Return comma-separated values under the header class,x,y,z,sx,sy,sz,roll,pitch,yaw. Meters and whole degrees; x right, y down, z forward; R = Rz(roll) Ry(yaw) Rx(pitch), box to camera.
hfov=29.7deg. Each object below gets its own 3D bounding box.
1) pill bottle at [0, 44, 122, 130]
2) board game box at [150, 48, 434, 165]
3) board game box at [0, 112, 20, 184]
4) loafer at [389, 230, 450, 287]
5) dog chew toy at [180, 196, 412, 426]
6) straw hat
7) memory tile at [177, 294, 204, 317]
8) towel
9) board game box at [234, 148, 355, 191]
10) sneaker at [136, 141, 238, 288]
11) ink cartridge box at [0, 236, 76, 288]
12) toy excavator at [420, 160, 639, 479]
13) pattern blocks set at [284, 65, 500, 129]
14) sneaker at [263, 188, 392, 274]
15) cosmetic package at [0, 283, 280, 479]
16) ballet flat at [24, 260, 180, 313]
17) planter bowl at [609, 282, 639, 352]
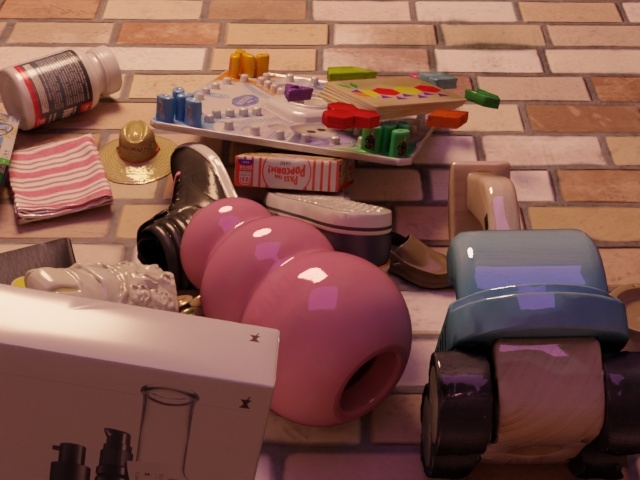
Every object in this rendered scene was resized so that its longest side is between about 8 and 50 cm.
class,x,y,z,sx,sy,sz,roll,pitch,yaw
pill bottle,-0.421,-0.254,1.967,0.180,0.108,0.108,-24,43,-29
board game box,-0.015,-0.219,1.884,0.390,0.050,0.390,9,21,12
board game box,-0.528,-0.153,1.806,0.136,0.035,0.201,15,22,-16
loafer,0.124,0.022,1.643,0.148,0.050,0.056,16,39,20
dog chew toy,-0.047,0.066,1.432,0.206,0.207,0.332,-25,51,-31
straw hat,-0.283,-0.151,1.867,0.144,0.061,0.144,0,37,0
memory tile,-0.209,0.097,1.519,0.148,0.012,0.113,-6,21,27
towel,-0.396,-0.099,1.812,0.144,0.029,0.197,-14,38,-12
board game box,-0.033,-0.103,1.741,0.146,0.045,0.193,4,7,8
sneaker,-0.197,-0.039,1.676,0.147,0.104,0.296,-10,42,-22
ink cartridge box,-0.427,0.132,1.457,0.307,0.072,0.303,-14,38,-13
toy excavator,0.224,0.054,1.401,0.222,0.433,0.445,0,70,0
pattern blocks set,0.104,-0.209,1.780,0.325,0.026,0.285,-5,24,-26
sneaker,0.000,0.000,1.625,0.126,0.127,0.321,-2,11,-17
cosmetic package,-0.247,0.189,1.163,0.377,0.284,0.097,9,31,-4
ballet flat,-0.331,0.108,1.315,0.409,0.147,0.147,-27,44,-25
planter bowl,0.388,0.122,1.461,0.162,0.109,0.162,0,37,0
